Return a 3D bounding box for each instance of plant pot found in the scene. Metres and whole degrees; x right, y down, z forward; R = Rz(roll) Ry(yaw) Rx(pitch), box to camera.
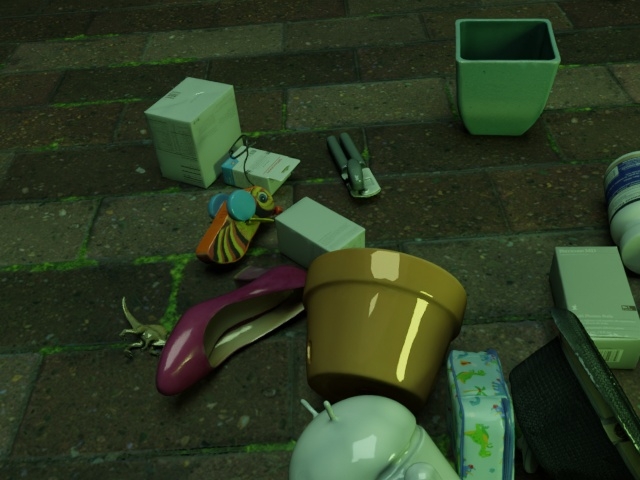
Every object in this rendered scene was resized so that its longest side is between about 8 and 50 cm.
[{"bbox_3d":[0.478,-0.423,1.732,0.248,0.252,0.247,3,43,9],"label":"plant pot"},{"bbox_3d":[0.095,0.171,1.117,0.291,0.290,0.203,7,59,13],"label":"plant pot"}]

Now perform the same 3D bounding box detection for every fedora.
[{"bbox_3d":[0.395,0.273,0.989,0.153,0.334,0.334,-30,39,18],"label":"fedora"}]

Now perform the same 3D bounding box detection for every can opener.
[{"bbox_3d":[0.081,-0.201,1.655,0.074,0.093,0.280,-13,38,-7],"label":"can opener"}]

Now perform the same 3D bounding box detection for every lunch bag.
[{"bbox_3d":[0.245,0.284,1.008,0.090,0.175,0.219,0,17,6],"label":"lunch bag"}]

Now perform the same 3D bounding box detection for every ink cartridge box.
[{"bbox_3d":[-0.150,-0.176,1.664,0.180,0.060,0.104,17,46,23],"label":"ink cartridge box"}]

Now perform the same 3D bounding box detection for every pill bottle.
[{"bbox_3d":[0.697,-0.060,1.384,0.153,0.153,0.264,6,44,12],"label":"pill bottle"}]

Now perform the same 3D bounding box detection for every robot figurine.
[{"bbox_3d":[0.093,0.360,0.878,0.200,0.300,0.353,-36,90,-33],"label":"robot figurine"}]

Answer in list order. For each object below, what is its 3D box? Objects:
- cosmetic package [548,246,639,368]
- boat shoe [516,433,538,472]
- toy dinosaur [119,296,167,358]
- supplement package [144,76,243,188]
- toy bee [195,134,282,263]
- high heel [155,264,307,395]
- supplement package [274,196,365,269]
[{"bbox_3d":[0.521,0.123,1.237,0.127,0.107,0.237,-2,45,8],"label":"cosmetic package"},{"bbox_3d":[0.343,0.339,1.072,0.035,0.035,0.100,-12,37,36],"label":"boat shoe"},{"bbox_3d":[-0.358,0.189,1.303,0.183,0.053,0.093,27,35,21],"label":"toy dinosaur"},{"bbox_3d":[-0.324,-0.284,1.695,0.149,0.203,0.194,16,46,23],"label":"supplement package"},{"bbox_3d":[-0.160,-0.065,1.479,0.195,0.162,0.298,27,87,54],"label":"toy bee"},{"bbox_3d":[-0.146,0.163,1.232,0.182,0.127,0.377,7,39,28],"label":"high heel"},{"bbox_3d":[0.000,0.000,1.423,0.179,0.105,0.105,31,54,32],"label":"supplement package"}]
